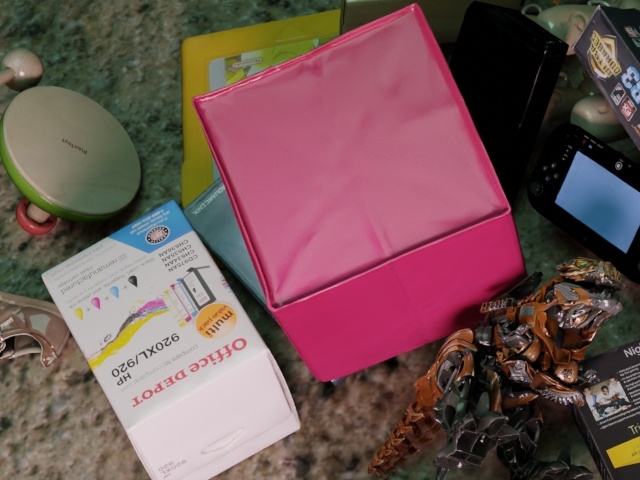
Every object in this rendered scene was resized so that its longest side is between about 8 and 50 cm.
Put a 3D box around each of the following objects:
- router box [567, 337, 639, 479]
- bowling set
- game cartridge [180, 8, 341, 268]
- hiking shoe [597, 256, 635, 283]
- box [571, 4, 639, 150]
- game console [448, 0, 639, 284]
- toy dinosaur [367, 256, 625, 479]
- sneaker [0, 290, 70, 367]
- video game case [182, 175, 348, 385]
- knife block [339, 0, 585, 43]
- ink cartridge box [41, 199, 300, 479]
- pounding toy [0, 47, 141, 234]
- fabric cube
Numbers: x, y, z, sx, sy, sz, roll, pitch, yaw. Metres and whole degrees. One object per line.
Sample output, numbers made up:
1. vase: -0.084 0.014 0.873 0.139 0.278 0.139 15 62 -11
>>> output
1. router box: 0.423 0.183 1.795 0.308 0.081 0.243 -21 53 1
2. bowling set: 0.274 -0.213 2.075 0.154 0.200 0.287 -10 77 -31
3. game cartridge: -0.024 -0.128 2.150 0.285 0.053 0.324 -10 54 8
4. hiking shoe: 0.383 0.000 1.912 0.226 0.114 0.086 17 62 25
5. box: 0.449 -0.119 1.907 0.293 0.073 0.296 -2 47 -32
6. game console: 0.253 -0.092 1.946 0.044 0.213 0.361 -8 35 -39
7. toy dinosaur: 0.179 0.152 1.819 0.164 0.322 0.218 14 42 -18
8. sneaker: -0.375 0.097 2.083 0.188 0.066 0.071 7 59 20
9. video game case: 0.000 0.000 2.027 0.196 0.026 0.274 -42 66 -5
10. knife block: 0.187 -0.286 2.143 0.242 0.088 0.276 29 56 20
11. ink cartridge box: -0.156 0.117 1.945 0.171 0.168 0.233 -30 55 -7
12. pounding toy: -0.336 -0.098 2.171 0.237 0.110 0.183 46 39 -1
13. fabric cube: 0.048 -0.039 1.879 0.259 0.258 0.254 -22 68 3
